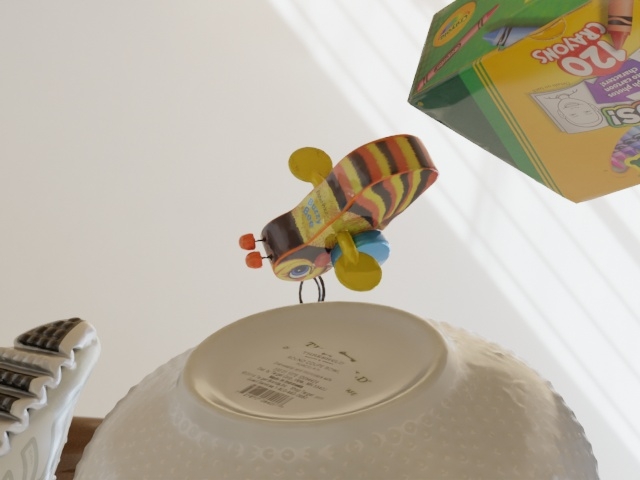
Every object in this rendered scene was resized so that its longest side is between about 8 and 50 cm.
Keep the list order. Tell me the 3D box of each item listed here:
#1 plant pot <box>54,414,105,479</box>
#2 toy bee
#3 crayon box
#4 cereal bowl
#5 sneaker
[{"bbox_3d":[-0.334,0.305,1.280,0.165,0.167,0.167,-2,169,0],"label":"plant pot"},{"bbox_3d":[0.000,0.000,1.083,0.162,0.298,0.195,2,-150,-37],"label":"toy bee"},{"bbox_3d":[0.203,-0.121,0.580,0.165,0.081,0.278,27,156,-22],"label":"crayon box"},{"bbox_3d":[0.005,0.132,0.586,0.338,0.141,0.339,-4,-160,2],"label":"cereal bowl"},{"bbox_3d":[-0.270,0.198,0.793,0.110,0.292,0.118,8,150,48],"label":"sneaker"}]
